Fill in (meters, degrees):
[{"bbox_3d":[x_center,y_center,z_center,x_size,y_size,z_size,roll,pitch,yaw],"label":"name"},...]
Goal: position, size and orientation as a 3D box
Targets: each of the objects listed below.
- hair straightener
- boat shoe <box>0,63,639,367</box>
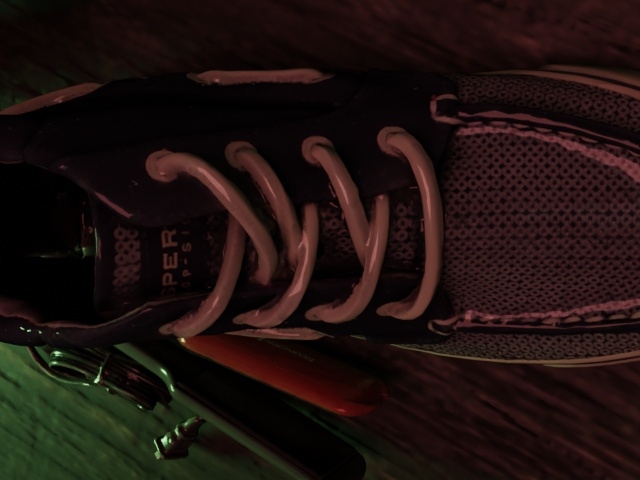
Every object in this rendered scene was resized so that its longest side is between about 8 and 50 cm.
[{"bbox_3d":[-0.081,0.068,0.551,0.230,0.047,0.089,20,111,20],"label":"hair straightener"},{"bbox_3d":[0.000,0.000,0.432,0.341,0.158,0.127,3,105,25],"label":"boat shoe"}]
